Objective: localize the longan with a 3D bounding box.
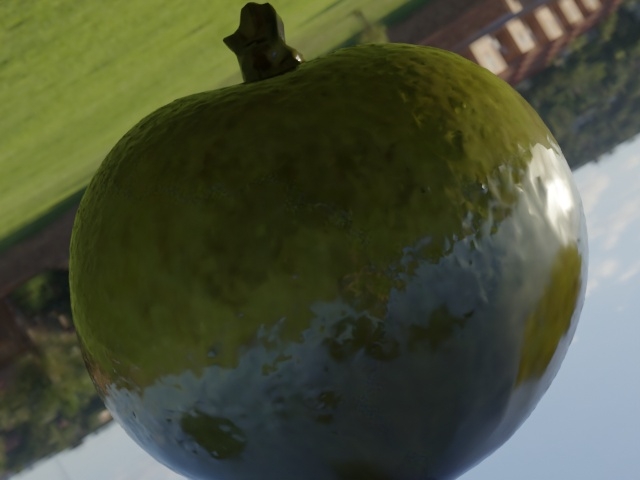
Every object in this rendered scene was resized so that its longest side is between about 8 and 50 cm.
[{"bbox_3d":[0.000,0.000,0.415,0.154,0.176,0.145,-3,163,-19],"label":"longan"}]
